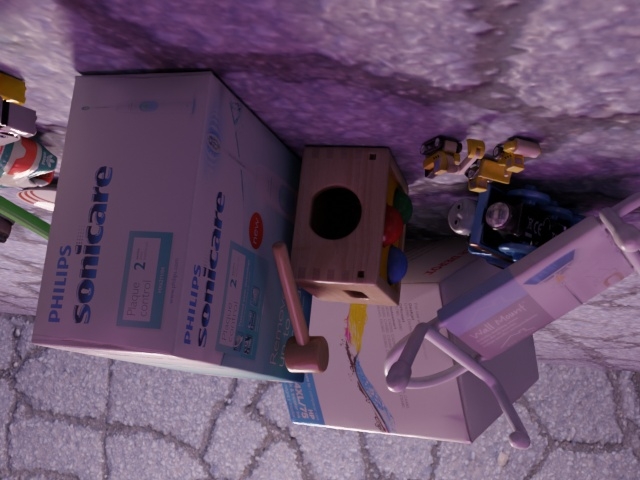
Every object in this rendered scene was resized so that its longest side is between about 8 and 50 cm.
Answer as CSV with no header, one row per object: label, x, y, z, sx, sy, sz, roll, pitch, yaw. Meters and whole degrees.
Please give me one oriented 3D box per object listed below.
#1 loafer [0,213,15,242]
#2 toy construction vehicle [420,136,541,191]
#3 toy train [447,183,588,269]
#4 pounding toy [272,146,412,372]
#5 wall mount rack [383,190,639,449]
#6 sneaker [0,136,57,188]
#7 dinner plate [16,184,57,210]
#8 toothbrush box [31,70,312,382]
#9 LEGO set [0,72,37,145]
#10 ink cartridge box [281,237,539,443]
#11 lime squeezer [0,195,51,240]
loafer,-0.539,-0.027,1.101,0.109,0.095,0.302,1,167,24
toy construction vehicle,0.135,-0.063,0.714,0.085,0.035,0.098,11,167,-23
toy train,0.207,-0.006,0.860,0.105,0.080,0.184,4,170,43
pounding toy,0.026,0.022,0.763,0.094,0.206,0.181,3,168,15
wall mount rack,0.200,0.070,0.745,0.350,0.130,0.304,-35,140,16
sneaker,-0.323,-0.071,0.866,0.075,0.057,0.161,19,161,-28
dinner plate,-0.316,-0.051,1.062,0.141,0.017,0.141,6,168,1
toothbrush box,-0.105,0.007,0.739,0.126,0.216,0.295,2,167,19
LEGO set,-0.293,-0.101,0.654,0.227,0.087,0.093,-9,165,33
ink cartridge box,0.102,0.115,1.049,0.270,0.197,0.198,-4,-167,40
lime squeezer,-0.398,-0.072,0.793,0.310,0.059,0.110,21,144,10
